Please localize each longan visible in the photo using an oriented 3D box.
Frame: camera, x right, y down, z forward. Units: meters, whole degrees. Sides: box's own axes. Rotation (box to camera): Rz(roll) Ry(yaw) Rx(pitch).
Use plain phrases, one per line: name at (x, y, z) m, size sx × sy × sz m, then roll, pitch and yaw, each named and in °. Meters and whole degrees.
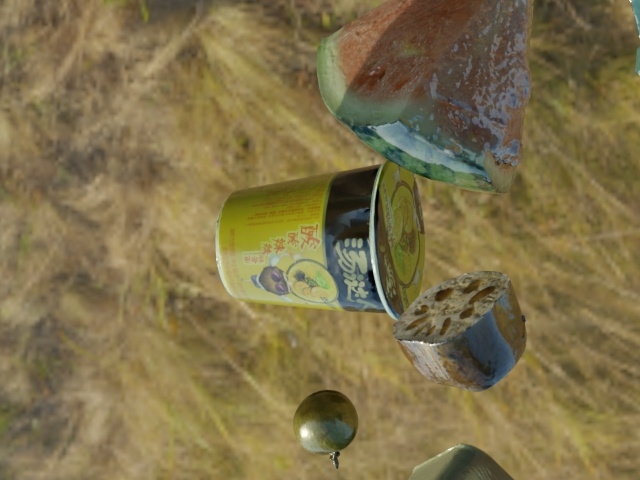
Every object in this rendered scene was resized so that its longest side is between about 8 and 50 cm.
longan at (0.008, 0.198, 1.412) m, size 0.075 × 0.083 × 0.075 m, roll -17°, pitch 174°, yaw -2°

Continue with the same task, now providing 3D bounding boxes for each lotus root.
lotus root at (0.141, 0.085, 1.300) m, size 0.081 × 0.112 × 0.122 m, roll 51°, pitch 155°, yaw -23°

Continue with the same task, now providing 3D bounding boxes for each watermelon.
watermelon at (0.117, -0.196, 1.524) m, size 0.250 × 0.292 × 0.283 m, roll 0°, pitch -168°, yaw 2°

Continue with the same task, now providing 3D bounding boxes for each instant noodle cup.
instant noodle cup at (0.000, 0.000, 1.739) m, size 0.236 × 0.215 × 0.215 m, roll -2°, pitch 150°, yaw 20°

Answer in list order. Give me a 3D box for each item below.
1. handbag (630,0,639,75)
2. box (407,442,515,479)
handbag at (0.385, -0.095, 1.017) m, size 0.274 × 0.100 × 0.269 m, roll -8°, pitch 105°, yaw 29°
box at (0.156, 0.456, 1.436) m, size 0.352 × 0.344 × 0.177 m, roll 44°, pitch 142°, yaw -3°
